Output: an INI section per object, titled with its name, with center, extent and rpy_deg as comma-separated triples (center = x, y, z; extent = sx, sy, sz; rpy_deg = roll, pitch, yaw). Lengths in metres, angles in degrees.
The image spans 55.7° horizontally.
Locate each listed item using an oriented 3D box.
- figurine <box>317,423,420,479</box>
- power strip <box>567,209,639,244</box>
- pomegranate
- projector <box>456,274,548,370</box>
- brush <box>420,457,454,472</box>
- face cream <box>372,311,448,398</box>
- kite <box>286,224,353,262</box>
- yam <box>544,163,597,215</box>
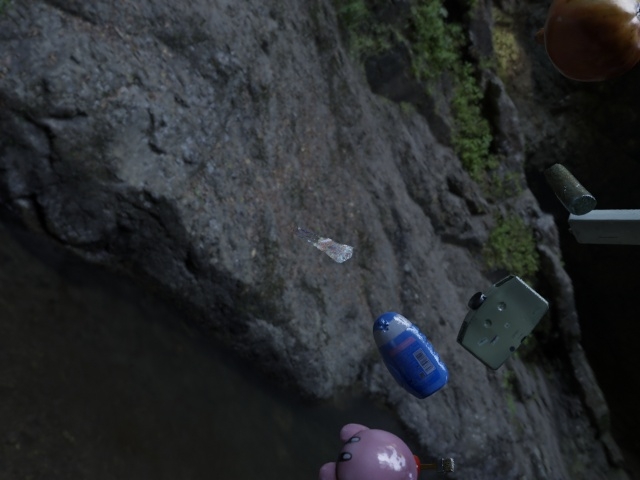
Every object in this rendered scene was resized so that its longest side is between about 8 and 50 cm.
[figurine]
center = 0.160, 0.618, 1.593
extent = 0.261, 0.211, 0.270
rpy_deg = 43, 54, -7
[power strip]
center = 0.839, -0.033, 1.587
extent = 0.367, 0.043, 0.106
rpy_deg = 3, -37, 45
[pomegranate]
center = 0.669, -0.524, 1.512
extent = 0.252, 0.229, 0.270
rpy_deg = 35, -21, -33
[projector]
center = 0.540, 0.238, 1.851
extent = 0.193, 0.270, 0.088
rpy_deg = 40, 1, -7
[brush]
center = 0.358, 0.719, 1.928
extent = 0.014, 0.170, 0.043
rpy_deg = 22, 58, -30
[face cream]
center = 0.250, 0.327, 1.761
extent = 0.264, 0.149, 0.083
rpy_deg = 55, 13, 5
[kite]
center = -0.001, 0.003, 1.959
extent = 0.229, 0.016, 0.127
rpy_deg = 29, 26, 14
[yam]
center = 0.639, -0.132, 1.567
extent = 0.068, 0.068, 0.169
rpy_deg = 51, 14, -34
